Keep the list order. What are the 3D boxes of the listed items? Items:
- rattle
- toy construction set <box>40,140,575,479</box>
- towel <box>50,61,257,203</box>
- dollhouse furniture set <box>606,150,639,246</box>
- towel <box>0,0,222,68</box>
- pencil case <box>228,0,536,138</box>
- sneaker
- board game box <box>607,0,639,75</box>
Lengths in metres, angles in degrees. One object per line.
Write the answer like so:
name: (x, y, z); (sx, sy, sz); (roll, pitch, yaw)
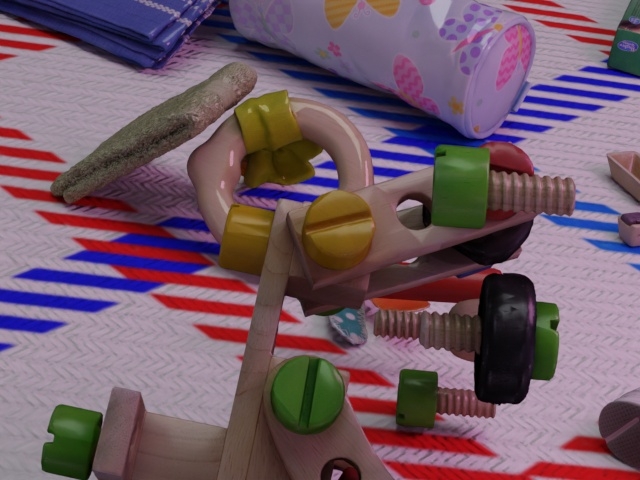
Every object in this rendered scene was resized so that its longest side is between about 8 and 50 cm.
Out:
rattle: (0.000, 0.000, 1.049); (0.199, 0.143, 0.130); (43, 66, 14)
toy construction set: (-0.012, 0.060, 0.779); (0.237, 0.258, 0.309); (4, 9, 2)
towel: (-0.121, -0.078, 1.062); (0.148, 0.027, 0.110); (-24, 15, 33)
dollhouse furniture set: (0.260, -0.061, 1.176); (0.091, 0.081, 0.114); (-6, 34, -26)
towel: (-0.154, -0.294, 1.393); (0.243, 0.040, 0.336); (22, 50, 22)
pencil case: (0.051, -0.184, 1.289); (0.273, 0.124, 0.113); (27, 76, 27)
sneaker: (0.248, 0.126, 0.893); (0.152, 0.054, 0.061); (27, 32, 26)
board game box: (0.431, -0.225, 1.537); (0.213, 0.046, 0.317); (19, 31, 12)
